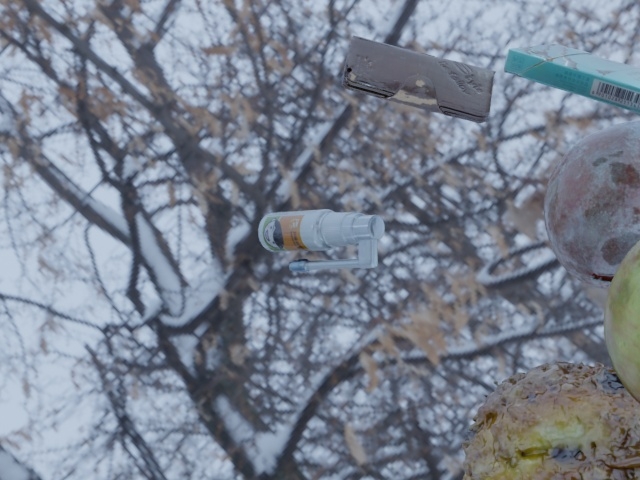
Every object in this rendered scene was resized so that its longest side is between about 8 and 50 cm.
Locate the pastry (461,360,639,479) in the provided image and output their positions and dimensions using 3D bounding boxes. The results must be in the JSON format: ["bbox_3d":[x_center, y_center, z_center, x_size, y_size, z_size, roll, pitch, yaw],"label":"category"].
[{"bbox_3d":[0.418,0.317,1.540,0.405,0.337,0.292,23,-116,-30],"label":"pastry"}]

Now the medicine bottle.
[{"bbox_3d":[0.000,0.000,1.557,0.061,0.220,0.092,6,-96,-44],"label":"medicine bottle"}]

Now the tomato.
[{"bbox_3d":[0.538,-0.054,1.816,0.316,0.283,0.317,-17,-12,-4],"label":"tomato"}]

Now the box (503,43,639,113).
[{"bbox_3d":[0.401,-0.235,1.530,0.162,0.229,0.041,-17,-55,-51],"label":"box"}]

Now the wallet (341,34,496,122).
[{"bbox_3d":[0.115,-0.189,1.234,0.026,0.176,0.095,108,177,-48],"label":"wallet"}]

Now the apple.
[{"bbox_3d":[0.342,0.071,0.909,0.196,0.196,0.196,-36,-31,-26],"label":"apple"}]
